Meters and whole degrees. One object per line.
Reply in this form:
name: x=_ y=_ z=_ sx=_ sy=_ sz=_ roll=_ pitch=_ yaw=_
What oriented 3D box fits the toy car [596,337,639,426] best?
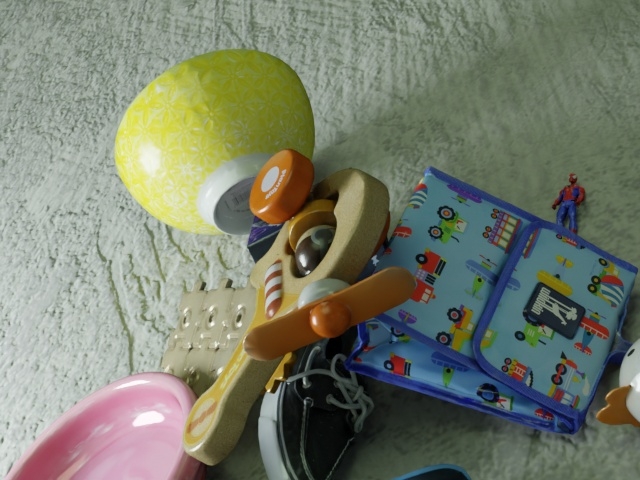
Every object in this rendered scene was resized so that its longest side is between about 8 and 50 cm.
toy car: x=0.376 y=0.117 z=1.373 sx=0.238 sy=0.210 sz=0.219 roll=-37 pitch=50 yaw=12

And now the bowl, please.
bowl: x=-0.122 y=-0.100 z=1.850 sx=0.289 sy=0.289 sz=0.156 roll=-30 pitch=52 yaw=1

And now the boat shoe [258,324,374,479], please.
boat shoe: x=0.010 y=0.182 z=1.586 sx=0.105 sy=0.113 sz=0.306 roll=-27 pitch=28 yaw=28

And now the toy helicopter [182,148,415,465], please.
toy helicopter: x=-0.033 y=0.086 z=1.430 sx=0.355 sy=0.140 sz=0.235 roll=-59 pitch=27 yaw=2

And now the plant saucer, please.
plant saucer: x=-0.257 y=0.306 z=1.606 sx=0.332 sy=0.084 sz=0.332 roll=-30 pitch=29 yaw=19

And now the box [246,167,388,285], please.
box: x=0.000 y=0.000 z=1.723 sx=0.153 sy=0.108 sz=0.207 roll=-27 pitch=10 yaw=4

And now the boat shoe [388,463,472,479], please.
boat shoe: x=0.045 y=0.316 z=1.429 sx=0.258 sy=0.109 sz=0.089 roll=-28 pitch=43 yaw=7

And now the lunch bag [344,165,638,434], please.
lunch bag: x=0.207 y=0.083 z=1.529 sx=0.293 sy=0.138 sz=0.221 roll=22 pitch=55 yaw=10

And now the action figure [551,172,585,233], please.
action figure: x=0.309 y=-0.041 z=1.699 sx=0.038 sy=0.030 sz=0.115 roll=-11 pitch=41 yaw=30

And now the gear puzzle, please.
gear puzzle: x=-0.104 y=0.133 z=1.655 sx=0.339 sy=0.044 sz=0.175 roll=-7 pitch=64 yaw=60
